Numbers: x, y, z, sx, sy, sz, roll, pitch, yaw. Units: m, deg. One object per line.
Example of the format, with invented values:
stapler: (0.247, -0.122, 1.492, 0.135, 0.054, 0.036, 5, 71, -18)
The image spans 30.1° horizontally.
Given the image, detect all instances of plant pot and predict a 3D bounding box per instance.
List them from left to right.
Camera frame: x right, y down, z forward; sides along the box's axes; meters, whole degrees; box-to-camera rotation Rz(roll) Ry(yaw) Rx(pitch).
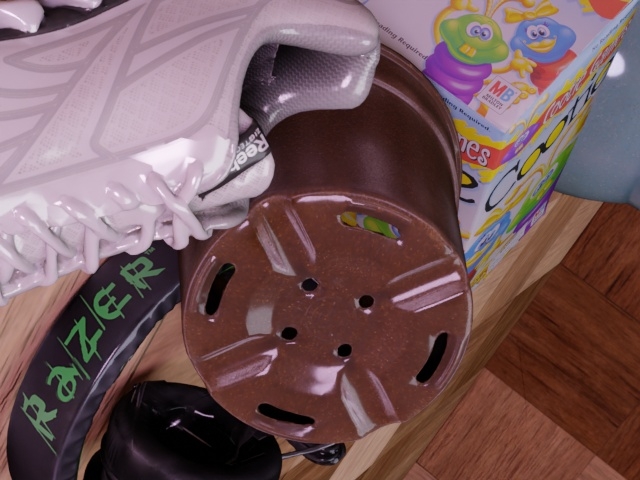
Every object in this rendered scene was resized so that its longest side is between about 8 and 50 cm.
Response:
plant pot: (0.000, 0.000, 0.574, 0.167, 0.167, 0.165, -57, -163, 20)
plant pot: (0.288, -0.147, 1.075, 0.293, 0.196, 0.293, -40, 161, -17)

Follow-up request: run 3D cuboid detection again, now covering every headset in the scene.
headset: (-0.079, 0.101, 0.843, 0.243, 0.185, 0.394, -55, 150, -3)

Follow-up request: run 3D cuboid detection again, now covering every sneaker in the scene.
sneaker: (-0.094, -0.033, 0.444, 0.292, 0.118, 0.110, -43, 164, -25)

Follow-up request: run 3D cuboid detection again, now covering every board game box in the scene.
board game box: (0.085, -0.082, 0.799, 0.142, 0.144, 0.275, -45, 163, -22)
